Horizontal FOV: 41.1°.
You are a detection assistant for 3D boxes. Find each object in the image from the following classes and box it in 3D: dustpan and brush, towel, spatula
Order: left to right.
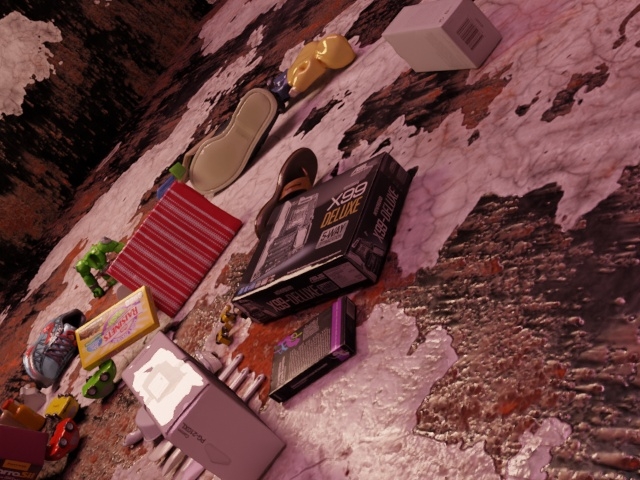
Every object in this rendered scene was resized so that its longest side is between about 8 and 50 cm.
[{"bbox_3d":[-0.306,0.328,1.569,0.211,0.060,0.147,-27,21,28],"label":"dustpan and brush"},{"bbox_3d":[-0.329,0.015,1.936,0.275,0.199,0.031,-55,-15,-12],"label":"towel"},{"bbox_3d":[-0.188,0.305,1.441,0.242,0.019,0.168,-49,23,-10],"label":"spatula"}]

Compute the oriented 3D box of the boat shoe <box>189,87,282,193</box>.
[{"bbox_3d":[-0.211,-0.257,2.192,0.340,0.127,0.113,-54,-7,26],"label":"boat shoe"}]

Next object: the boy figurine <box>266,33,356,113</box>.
[{"bbox_3d":[-0.027,-0.441,2.176,0.285,0.092,0.177,-28,31,37],"label":"boy figurine"}]

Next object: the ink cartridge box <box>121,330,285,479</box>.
[{"bbox_3d":[-0.181,0.255,1.284,0.100,0.172,0.237,-50,29,-8],"label":"ink cartridge box"}]

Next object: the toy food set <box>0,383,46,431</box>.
[{"bbox_3d":[-0.766,0.418,2.138,0.111,0.104,0.232,-49,24,-1],"label":"toy food set"}]

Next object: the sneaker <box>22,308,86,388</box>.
[{"bbox_3d":[-0.689,0.269,2.234,0.125,0.104,0.262,-35,28,24],"label":"sneaker"}]

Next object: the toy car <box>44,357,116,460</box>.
[{"bbox_3d":[-0.516,0.358,1.871,0.225,0.053,0.239,-48,25,1],"label":"toy car"}]

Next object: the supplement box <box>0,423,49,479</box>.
[{"bbox_3d":[-0.654,0.476,1.793,0.188,0.104,0.081,-53,30,36],"label":"supplement box"}]

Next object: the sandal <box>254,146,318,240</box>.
[{"bbox_3d":[-0.058,-0.089,1.719,0.060,0.090,0.219,8,57,43],"label":"sandal"}]

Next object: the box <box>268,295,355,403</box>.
[{"bbox_3d":[-0.013,0.169,1.325,0.162,0.029,0.116,-36,26,24],"label":"box"}]

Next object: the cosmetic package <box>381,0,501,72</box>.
[{"bbox_3d":[0.228,-0.394,1.642,0.085,0.117,0.231,-51,25,-7],"label":"cosmetic package"}]

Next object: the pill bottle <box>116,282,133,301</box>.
[{"bbox_3d":[-0.408,0.063,2.040,0.119,0.119,0.208,-31,30,34],"label":"pill bottle"}]

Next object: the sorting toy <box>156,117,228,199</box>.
[{"bbox_3d":[-0.312,-0.227,2.328,0.348,0.047,0.196,-48,-3,-35],"label":"sorting toy"}]

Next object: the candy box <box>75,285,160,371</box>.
[{"bbox_3d":[-0.447,0.193,1.873,0.206,0.027,0.105,-33,58,14],"label":"candy box"}]

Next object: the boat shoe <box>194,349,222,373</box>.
[{"bbox_3d":[-0.205,0.220,1.577,0.035,0.035,0.100,-26,15,-17],"label":"boat shoe"}]

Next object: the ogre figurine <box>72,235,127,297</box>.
[{"bbox_3d":[-0.595,0.063,2.359,0.197,0.118,0.097,-31,30,34],"label":"ogre figurine"}]

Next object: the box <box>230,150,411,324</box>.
[{"bbox_3d":[0.000,0.000,1.493,0.307,0.076,0.242,-23,34,44],"label":"box"}]

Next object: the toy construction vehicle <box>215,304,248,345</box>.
[{"bbox_3d":[-0.161,0.147,1.612,0.086,0.035,0.098,-52,19,20],"label":"toy construction vehicle"}]
